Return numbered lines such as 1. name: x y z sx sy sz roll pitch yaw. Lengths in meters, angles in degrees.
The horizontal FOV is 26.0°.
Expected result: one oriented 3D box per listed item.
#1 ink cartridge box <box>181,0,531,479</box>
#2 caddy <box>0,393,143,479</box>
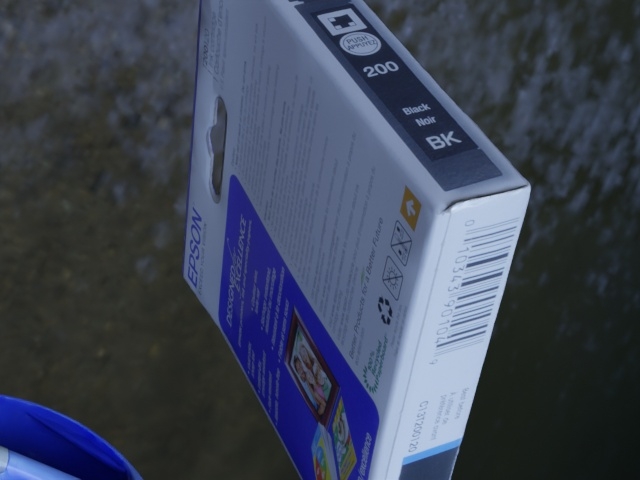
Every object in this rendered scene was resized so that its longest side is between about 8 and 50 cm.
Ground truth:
1. ink cartridge box: 0.000 0.000 0.591 0.045 0.208 0.206 -13 135 -24
2. caddy: -0.279 0.199 0.943 0.341 0.241 0.179 13 119 -22
